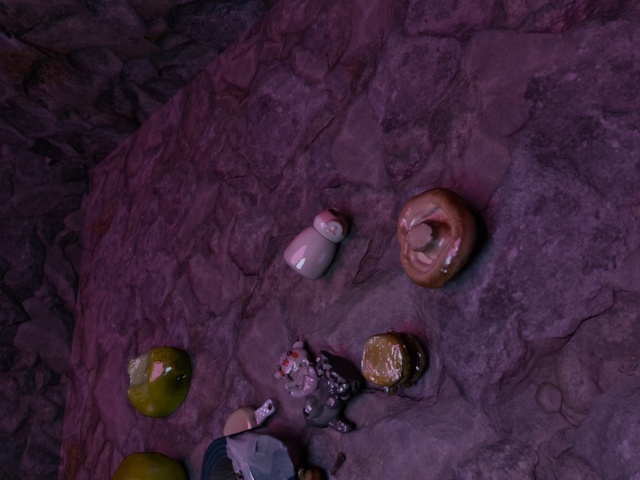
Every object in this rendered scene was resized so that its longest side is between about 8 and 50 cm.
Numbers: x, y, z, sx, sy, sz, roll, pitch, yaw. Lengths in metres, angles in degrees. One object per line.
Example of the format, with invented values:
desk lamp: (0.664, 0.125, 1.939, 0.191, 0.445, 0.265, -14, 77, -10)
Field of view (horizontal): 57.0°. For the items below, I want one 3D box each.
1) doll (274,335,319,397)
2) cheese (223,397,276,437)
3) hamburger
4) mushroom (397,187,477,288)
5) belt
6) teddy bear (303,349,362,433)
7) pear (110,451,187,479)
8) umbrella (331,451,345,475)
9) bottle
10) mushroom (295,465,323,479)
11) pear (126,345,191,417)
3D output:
doll: (-0.066, 0.412, 1.875, 0.149, 0.095, 0.192, -59, 40, 7)
cheese: (-0.242, 0.611, 2.020, 0.163, 0.071, 0.248, 42, 109, 46)
hamburger: (0.201, 0.330, 1.586, 0.159, 0.131, 0.184, 12, 93, 41)
mushroom: (0.302, -0.008, 1.571, 0.278, 0.146, 0.278, -18, 68, 54)
belt: (-0.235, 0.751, 1.814, 0.300, 0.173, 0.436, 59, 134, 29)
teddy bear: (0.030, 0.469, 1.715, 0.171, 0.144, 0.250, 24, 98, 35)
pear: (-0.632, 0.973, 2.191, 0.287, 0.287, 0.375, -36, 69, 35)
umbrella: (0.050, 0.649, 1.721, 0.031, 0.020, 0.083, 38, 111, 48)
bottle: (0.000, 0.000, 1.915, 0.236, 0.148, 0.147, -53, 44, 11)
mushroom: (-0.040, 0.721, 1.747, 0.126, 0.085, 0.109, -16, 76, 55)
pear: (-0.661, 0.566, 2.432, 0.282, 0.176, 0.286, -29, 58, 37)
